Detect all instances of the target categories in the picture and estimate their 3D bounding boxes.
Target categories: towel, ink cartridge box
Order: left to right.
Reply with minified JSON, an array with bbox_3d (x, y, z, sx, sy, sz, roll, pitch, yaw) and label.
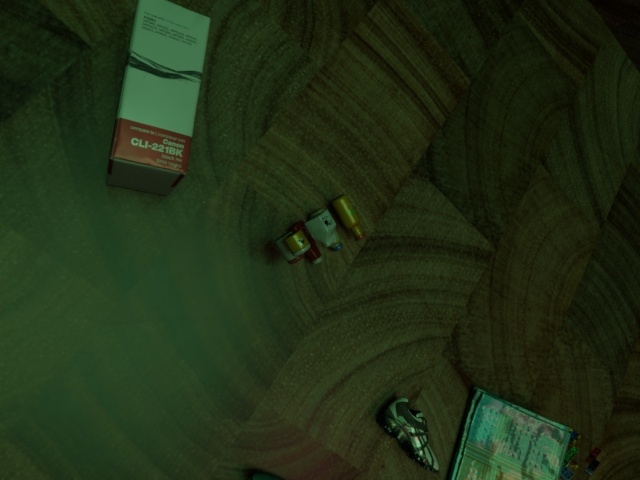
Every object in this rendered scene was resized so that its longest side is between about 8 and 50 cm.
[{"bbox_3d":[-0.282,-0.233,0.748,0.114,0.197,0.272,9,81,-26],"label":"ink cartridge box"},{"bbox_3d":[0.447,0.584,1.061,0.272,0.040,0.370,23,74,-2],"label":"towel"}]

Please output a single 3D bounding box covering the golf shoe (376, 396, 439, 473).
[{"bbox_3d":[0.220,0.440,0.989,0.094,0.077,0.198,-45,105,-23],"label":"golf shoe"}]

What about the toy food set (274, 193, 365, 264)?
[{"bbox_3d":[0.000,0.000,0.899,0.104,0.111,0.232,59,34,-9],"label":"toy food set"}]

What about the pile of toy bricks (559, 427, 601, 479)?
[{"bbox_3d":[0.654,0.606,1.180,0.212,0.118,0.105,-12,127,-36],"label":"pile of toy bricks"}]

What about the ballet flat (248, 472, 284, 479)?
[{"bbox_3d":[-0.049,0.525,0.854,0.231,0.077,0.077,28,90,-23],"label":"ballet flat"}]
